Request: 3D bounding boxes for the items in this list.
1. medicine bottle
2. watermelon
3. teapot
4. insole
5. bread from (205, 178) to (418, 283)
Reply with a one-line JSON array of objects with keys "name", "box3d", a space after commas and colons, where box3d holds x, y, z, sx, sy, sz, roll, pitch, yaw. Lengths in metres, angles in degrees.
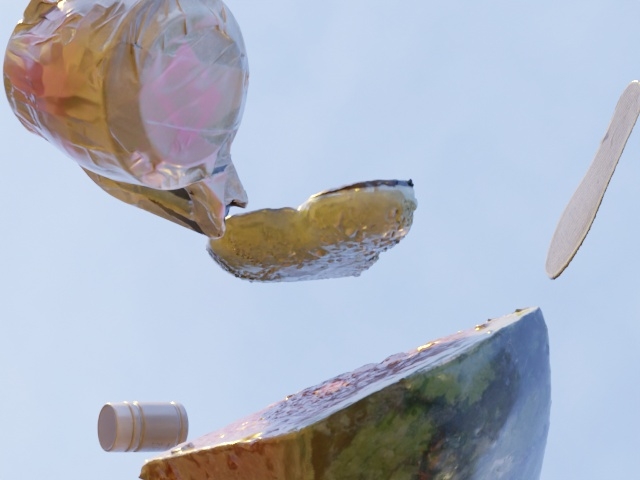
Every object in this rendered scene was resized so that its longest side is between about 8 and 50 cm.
[{"name": "medicine bottle", "box3d": [-0.203, 0.214, 1.717, 0.058, 0.091, 0.058, -10, -102, 57]}, {"name": "watermelon", "box3d": [0.023, 0.141, 0.973, 0.201, 0.213, 0.261, 35, -54, 31]}, {"name": "teapot", "box3d": [-0.151, -0.122, 1.233, 0.178, 0.221, 0.163, 14, -104, 37]}, {"name": "insole", "box3d": [0.277, -0.058, 1.521, 0.003, 0.080, 0.232, 15, -64, -13]}, {"name": "bread", "box3d": [0.000, 0.000, 1.564, 0.232, 0.172, 0.064, -14, -109, 18]}]
